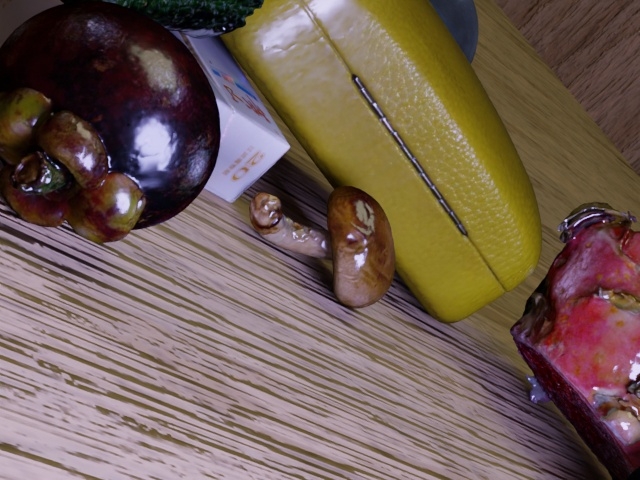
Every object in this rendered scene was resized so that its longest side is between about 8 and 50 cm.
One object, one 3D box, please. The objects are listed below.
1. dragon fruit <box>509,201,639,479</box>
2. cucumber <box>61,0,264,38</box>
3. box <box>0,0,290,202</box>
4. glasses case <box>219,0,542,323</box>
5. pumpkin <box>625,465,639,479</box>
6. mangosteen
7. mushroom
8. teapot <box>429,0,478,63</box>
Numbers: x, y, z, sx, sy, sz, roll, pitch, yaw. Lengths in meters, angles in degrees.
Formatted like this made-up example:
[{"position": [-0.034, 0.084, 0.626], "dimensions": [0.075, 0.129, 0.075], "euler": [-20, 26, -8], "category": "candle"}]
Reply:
[{"position": [0.248, 0.114, 1.409], "dimensions": [0.282, 0.147, 0.211], "euler": [57, -19, -14], "category": "dragon fruit"}, {"position": [-0.101, -0.167, 1.085], "dimensions": [0.077, 0.077, 0.265], "euler": [49, 13, 9], "category": "cucumber"}, {"position": [-0.133, -0.129, 1.174], "dimensions": [0.233, 0.067, 0.149], "euler": [30, 25, -51], "category": "box"}, {"position": [0.049, -0.107, 1.355], "dimensions": [0.371, 0.141, 0.173], "euler": [52, 4, -36], "category": "glasses case"}, {"position": [0.294, 0.234, 1.268], "dimensions": [0.202, 0.140, 0.202], "euler": [42, 12, -11], "category": "pumpkin"}, {"position": [-0.121, -0.057, 0.930], "dimensions": [0.140, 0.140, 0.140], "euler": [43, 14, -14], "category": "mangosteen"}, {"position": [0.009, -0.002, 1.235], "dimensions": [0.129, 0.073, 0.088], "euler": [28, 56, -43], "category": "mushroom"}, {"position": [0.064, -0.199, 1.710], "dimensions": [0.171, 0.203, 0.225], "euler": [6, 21, 6], "category": "teapot"}]
